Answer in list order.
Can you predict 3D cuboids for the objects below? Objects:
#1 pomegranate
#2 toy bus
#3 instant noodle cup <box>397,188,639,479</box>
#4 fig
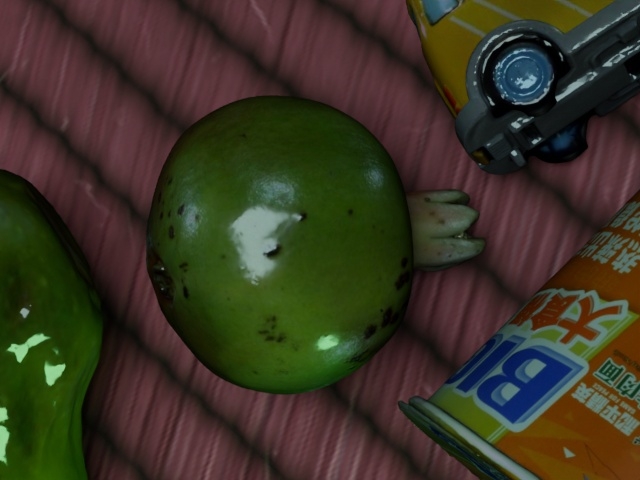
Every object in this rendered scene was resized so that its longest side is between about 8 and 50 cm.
[{"bbox_3d":[0.000,0.000,1.066,0.210,0.180,0.180,-8,82,-17],"label":"pomegranate"},{"bbox_3d":[0.153,-0.146,1.058,0.209,0.126,0.136,-33,69,9],"label":"toy bus"},{"bbox_3d":[0.218,0.094,0.948,0.296,0.296,0.214,37,86,14],"label":"instant noodle cup"},{"bbox_3d":[-0.220,0.098,1.110,0.206,0.206,0.275,-19,103,11],"label":"fig"}]
